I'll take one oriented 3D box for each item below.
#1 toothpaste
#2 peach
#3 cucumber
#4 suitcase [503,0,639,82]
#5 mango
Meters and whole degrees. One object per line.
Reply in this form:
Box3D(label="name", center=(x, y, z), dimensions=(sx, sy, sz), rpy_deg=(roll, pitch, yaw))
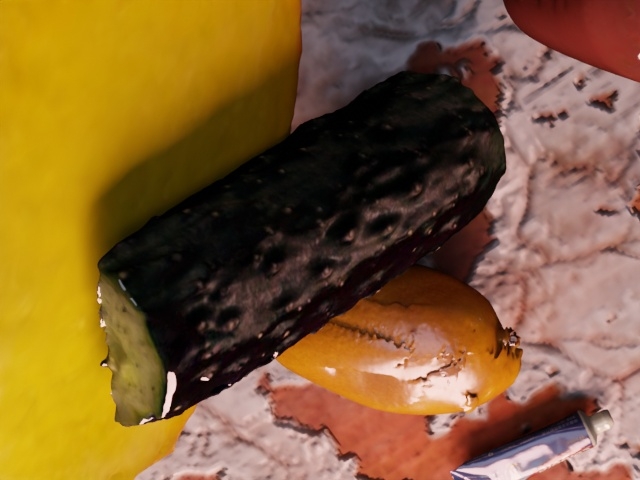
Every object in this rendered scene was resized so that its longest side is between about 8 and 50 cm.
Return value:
Box3D(label="toothpaste", center=(0.103, 0.103, 0.603), dimensions=(0.083, 0.019, 0.027), rpy_deg=(-26, 126, 7))
Box3D(label="peach", center=(-0.180, -0.090, 0.448), dimensions=(0.306, 0.242, 0.380), rpy_deg=(11, 123, 20))
Box3D(label="cucumber", center=(0.002, 0.002, 0.479), dimensions=(0.062, 0.211, 0.078), rpy_deg=(20, 124, 24))
Box3D(label="suitcase", center=(0.165, -0.193, 0.420), dimensions=(0.161, 0.236, 0.297), rpy_deg=(8, 104, -2))
Box3D(label="mango", center=(0.028, 0.045, 0.563), dimensions=(0.127, 0.063, 0.077), rpy_deg=(12, 144, 9))
